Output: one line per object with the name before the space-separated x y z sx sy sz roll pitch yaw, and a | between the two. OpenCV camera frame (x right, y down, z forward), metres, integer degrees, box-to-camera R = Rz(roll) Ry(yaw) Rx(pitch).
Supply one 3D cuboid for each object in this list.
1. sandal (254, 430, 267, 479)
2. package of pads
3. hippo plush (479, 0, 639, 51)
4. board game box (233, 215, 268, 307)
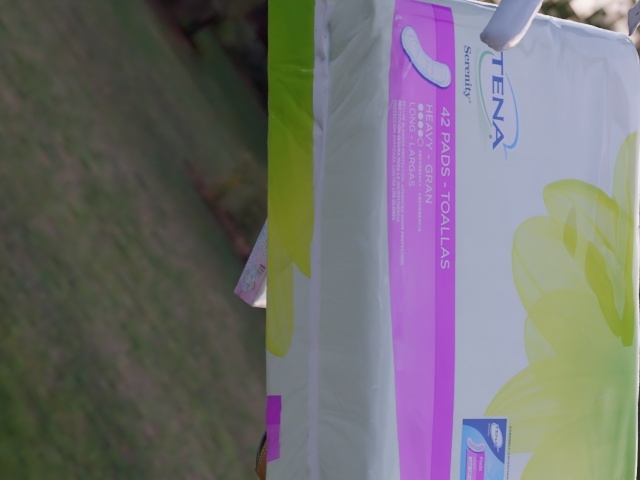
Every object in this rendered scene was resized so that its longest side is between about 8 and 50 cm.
sandal | -0.016 0.125 1.266 0.090 0.060 0.219 -174 -103 -84
package of pads | 0.080 0.016 1.076 0.229 0.101 0.297 5 85 -44
hippo plush | 0.143 -0.282 0.900 0.234 0.294 0.236 -13 53 -47
board game box | 0.000 0.000 1.171 0.020 0.090 0.090 33 14 38
